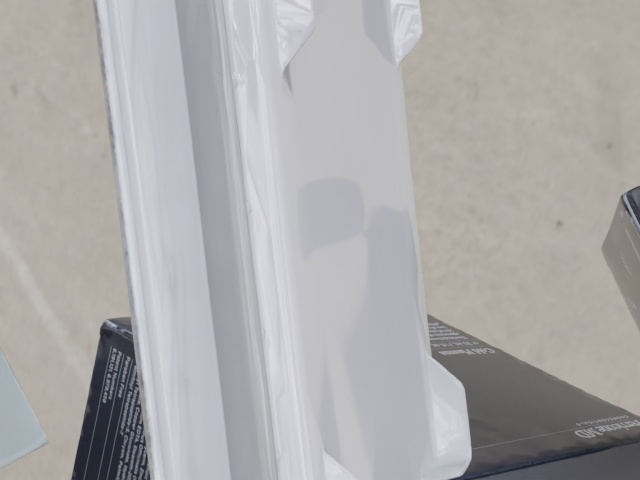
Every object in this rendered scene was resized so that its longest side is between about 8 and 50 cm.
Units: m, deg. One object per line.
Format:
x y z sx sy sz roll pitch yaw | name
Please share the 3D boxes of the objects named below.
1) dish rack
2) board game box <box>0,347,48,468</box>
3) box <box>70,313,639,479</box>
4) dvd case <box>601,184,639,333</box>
0.000 0.000 0.663 0.072 0.333 0.285 -6 5 16 | dish rack
-0.336 0.166 1.107 0.224 0.303 0.097 -26 87 -25 | board game box
0.038 0.184 1.238 0.312 0.179 0.343 24 18 41 | box
0.266 0.088 1.120 0.029 0.179 0.238 -24 77 -1 | dvd case
